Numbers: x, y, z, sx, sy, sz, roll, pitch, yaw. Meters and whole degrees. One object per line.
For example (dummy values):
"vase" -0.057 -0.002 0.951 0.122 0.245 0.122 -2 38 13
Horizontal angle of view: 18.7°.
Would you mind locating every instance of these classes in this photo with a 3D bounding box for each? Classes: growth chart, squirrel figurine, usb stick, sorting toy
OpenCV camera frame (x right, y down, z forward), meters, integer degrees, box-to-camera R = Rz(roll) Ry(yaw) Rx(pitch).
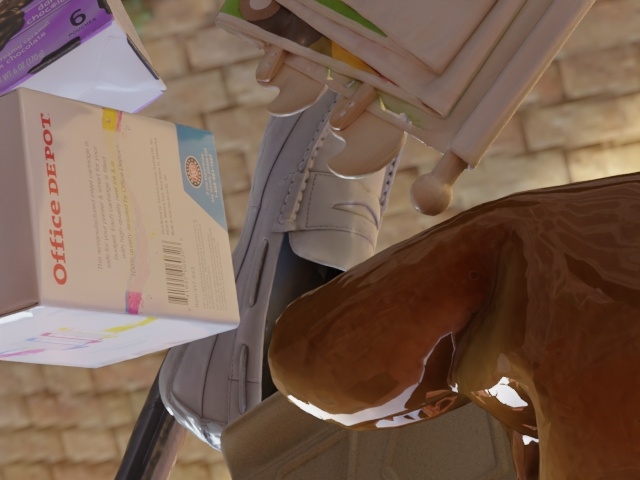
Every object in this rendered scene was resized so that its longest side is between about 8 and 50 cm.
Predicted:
"growth chart" 0.027 -0.126 0.786 0.172 0.021 0.237 -48 -132 7
"squirrel figurine" 0.215 0.153 0.656 0.281 0.370 0.397 18 144 -41
"usb stick" -0.149 0.200 1.591 0.077 0.045 0.278 118 -5 -51
"sorting toy" 0.008 0.182 1.000 0.041 0.229 0.307 20 137 -41

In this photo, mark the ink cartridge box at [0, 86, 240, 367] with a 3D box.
"ink cartridge box" -0.117 -0.003 0.820 0.090 0.092 0.143 -17 163 34

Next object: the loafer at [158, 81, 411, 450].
"loafer" 0.000 0.000 1.337 0.111 0.319 0.112 24 -178 45

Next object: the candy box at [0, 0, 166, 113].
"candy box" -0.207 -0.123 1.229 0.165 0.070 0.196 -33 -137 3
